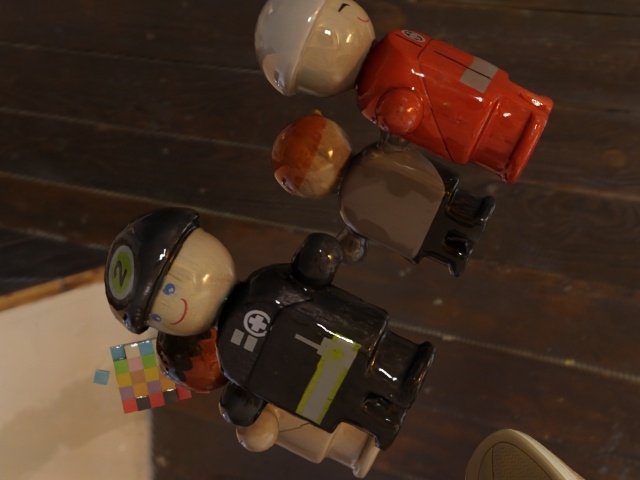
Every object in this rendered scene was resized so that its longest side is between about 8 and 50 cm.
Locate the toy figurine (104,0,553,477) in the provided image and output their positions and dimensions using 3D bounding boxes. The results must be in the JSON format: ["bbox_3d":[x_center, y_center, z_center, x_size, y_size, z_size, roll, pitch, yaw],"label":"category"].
[{"bbox_3d":[0.000,0.000,0.610,0.148,0.209,0.213,26,74,5],"label":"toy figurine"}]

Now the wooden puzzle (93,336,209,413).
[{"bbox_3d":[-0.119,0.094,0.865,0.006,0.083,0.049,-144,43,-74],"label":"wooden puzzle"}]

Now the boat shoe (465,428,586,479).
[{"bbox_3d":[0.225,0.267,0.916,0.302,0.098,0.109,50,120,30],"label":"boat shoe"}]
